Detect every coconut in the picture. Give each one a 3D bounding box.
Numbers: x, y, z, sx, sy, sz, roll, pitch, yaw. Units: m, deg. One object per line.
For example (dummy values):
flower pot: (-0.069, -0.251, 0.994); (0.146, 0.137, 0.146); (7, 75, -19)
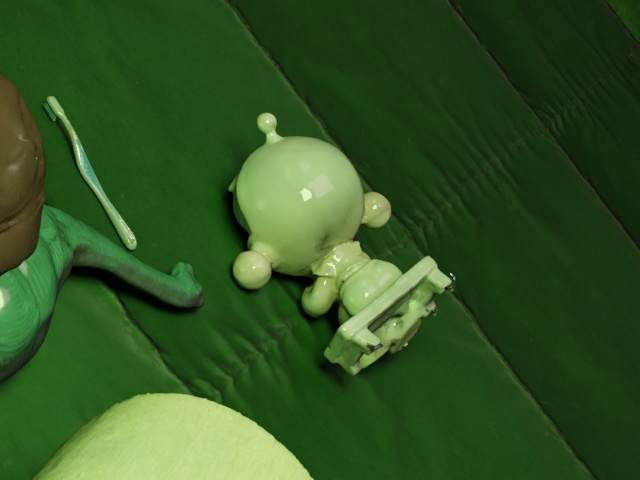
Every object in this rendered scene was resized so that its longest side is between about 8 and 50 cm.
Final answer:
coconut: (-0.114, 0.242, 1.123); (0.237, 0.237, 0.266); (50, 29, -4)

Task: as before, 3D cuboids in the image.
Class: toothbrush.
toothbrush: (-0.207, -0.062, 1.519); (0.014, 0.017, 0.162); (-20, 74, -51)

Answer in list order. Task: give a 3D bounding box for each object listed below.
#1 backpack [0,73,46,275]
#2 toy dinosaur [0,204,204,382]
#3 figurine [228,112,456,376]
backpack: (-0.328, -0.062, 1.072); (0.283, 0.197, 0.317); (-26, 40, -38)
toy dinosaur: (-0.218, 0.068, 1.317); (0.331, 0.129, 0.383); (44, 32, -30)
figurine: (-0.002, -0.001, 1.626); (0.256, 0.182, 0.144); (50, -11, 8)
